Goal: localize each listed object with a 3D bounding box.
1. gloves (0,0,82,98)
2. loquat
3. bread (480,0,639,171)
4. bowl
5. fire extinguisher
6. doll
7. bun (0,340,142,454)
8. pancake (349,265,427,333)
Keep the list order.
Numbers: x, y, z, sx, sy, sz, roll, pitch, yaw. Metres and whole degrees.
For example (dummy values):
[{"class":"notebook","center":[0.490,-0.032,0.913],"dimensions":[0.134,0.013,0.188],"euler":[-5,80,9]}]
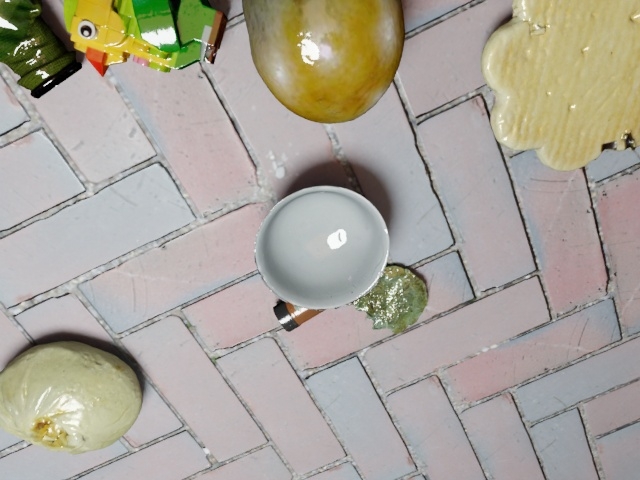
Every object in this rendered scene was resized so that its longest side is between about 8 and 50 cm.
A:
[{"class":"gloves","center":[-0.385,-0.274,0.577],"dimensions":[0.135,0.107,0.268],"euler":[-28,133,15]},{"class":"loquat","center":[0.004,-0.251,0.603],"dimensions":[0.180,0.179,0.227],"euler":[-12,120,-2]},{"class":"bread","center":[0.362,-0.241,0.718],"dimensions":[0.317,0.054,0.315],"euler":[-3,117,-6]},{"class":"bowl","center":[0.000,0.000,0.766],"dimensions":[0.189,0.086,0.188],"euler":[-2,113,-4]},{"class":"fire extinguisher","center":[0.010,0.076,0.827],"dimensions":[0.177,0.050,0.062],"euler":[-33,92,7]},{"class":"doll","center":[-0.194,-0.260,0.606],"dimensions":[0.187,0.106,0.134],"euler":[-11,110,-2]},{"class":"bun","center":[-0.393,0.259,0.816],"dimensions":[0.223,0.127,0.222],"euler":[-4,117,-9]},{"class":"pancake","center":[0.116,0.096,0.863],"dimensions":[0.116,0.022,0.129],"euler":[-40,113,9]}]
